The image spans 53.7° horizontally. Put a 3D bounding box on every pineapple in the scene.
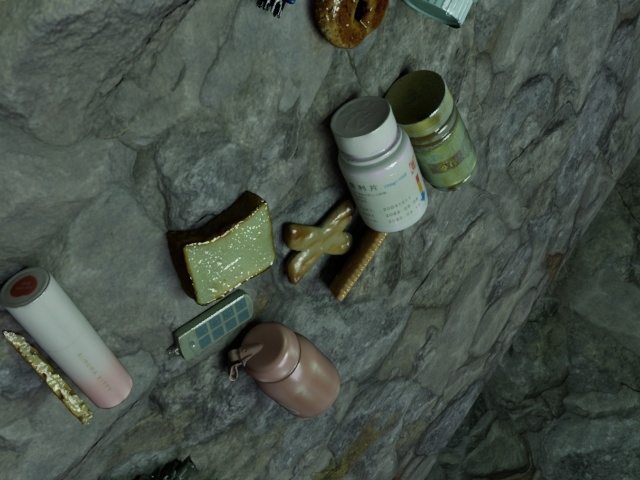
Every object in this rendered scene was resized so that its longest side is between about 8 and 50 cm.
[{"bbox_3d":[-0.393,0.586,1.451,0.248,0.128,0.128,-19,130,-45],"label":"pineapple"}]

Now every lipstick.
[{"bbox_3d":[-0.440,0.183,1.124,0.087,0.087,0.327,-40,140,-21],"label":"lipstick"}]

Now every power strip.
[{"bbox_3d":[-0.239,0.189,1.398,0.226,0.029,0.080,-33,137,-27],"label":"power strip"}]

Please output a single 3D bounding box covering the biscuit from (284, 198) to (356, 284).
[{"bbox_3d":[0.000,-0.001,1.511,0.207,0.047,0.164,-25,130,-33],"label":"biscuit"}]

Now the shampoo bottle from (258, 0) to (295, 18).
[{"bbox_3d":[-0.057,-0.480,1.093,0.087,0.050,0.183,7,111,-53],"label":"shampoo bottle"}]

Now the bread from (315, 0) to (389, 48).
[{"bbox_3d":[0.063,-0.467,1.231,0.193,0.064,0.193,-34,144,-29],"label":"bread"}]

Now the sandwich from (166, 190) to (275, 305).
[{"bbox_3d":[-0.194,0.019,1.297,0.214,0.065,0.186,-34,138,-27],"label":"sandwich"}]

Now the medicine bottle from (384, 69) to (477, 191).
[{"bbox_3d":[0.280,-0.255,1.548,0.151,0.151,0.322,-52,143,-5],"label":"medicine bottle"}]

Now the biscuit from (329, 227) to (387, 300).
[{"bbox_3d":[0.101,0.035,1.595,0.250,0.030,0.160,-56,-173,1],"label":"biscuit"}]

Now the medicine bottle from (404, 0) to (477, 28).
[{"bbox_3d":[0.297,-0.617,1.298,0.158,0.158,0.318,12,106,-51],"label":"medicine bottle"}]

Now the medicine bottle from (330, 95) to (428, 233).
[{"bbox_3d":[0.133,-0.168,1.428,0.170,0.170,0.293,-43,136,-17],"label":"medicine bottle"}]

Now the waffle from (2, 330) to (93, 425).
[{"bbox_3d":[-0.473,0.240,1.104,0.032,0.125,0.191,-41,143,-23],"label":"waffle"}]

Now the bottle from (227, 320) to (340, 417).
[{"bbox_3d":[-0.093,0.320,1.554,0.206,0.173,0.297,-22,143,11],"label":"bottle"}]
